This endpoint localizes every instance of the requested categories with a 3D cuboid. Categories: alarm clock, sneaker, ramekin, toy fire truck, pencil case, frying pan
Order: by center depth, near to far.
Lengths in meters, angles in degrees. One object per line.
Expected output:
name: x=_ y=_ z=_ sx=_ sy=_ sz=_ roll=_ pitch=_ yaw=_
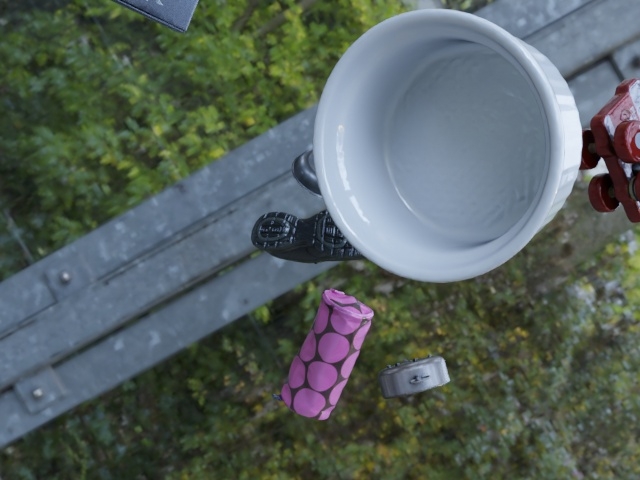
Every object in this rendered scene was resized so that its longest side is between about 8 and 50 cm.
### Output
ramekin: x=0.142 y=-0.102 z=0.952 sx=0.135 sy=0.277 sz=0.277 roll=-16 pitch=75 yaw=-56
pencil case: x=0.005 y=0.175 z=1.391 sx=0.095 sy=0.209 sz=0.098 roll=14 pitch=23 yaw=-28
alarm clock: x=0.174 y=0.251 z=1.638 sx=0.192 sy=0.129 sz=0.064 roll=116 pitch=-41 yaw=-85
sneaker: x=0.000 y=0.000 z=1.899 sx=0.130 sy=0.286 sz=0.109 roll=47 pitch=54 yaw=-57
toy fire truck: x=0.758 y=-0.212 z=2.146 sx=0.169 sy=0.254 sz=0.302 roll=-6 pitch=-60 yaw=54
frying pan: x=0.073 y=-0.192 z=2.263 sx=0.197 sy=0.326 sz=0.053 roll=45 pitch=-42 yaw=27

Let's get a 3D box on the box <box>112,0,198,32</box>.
box: x=-0.300 y=-0.535 z=1.671 sx=0.183 sy=0.232 sz=0.059 roll=21 pitch=4 yaw=-36
